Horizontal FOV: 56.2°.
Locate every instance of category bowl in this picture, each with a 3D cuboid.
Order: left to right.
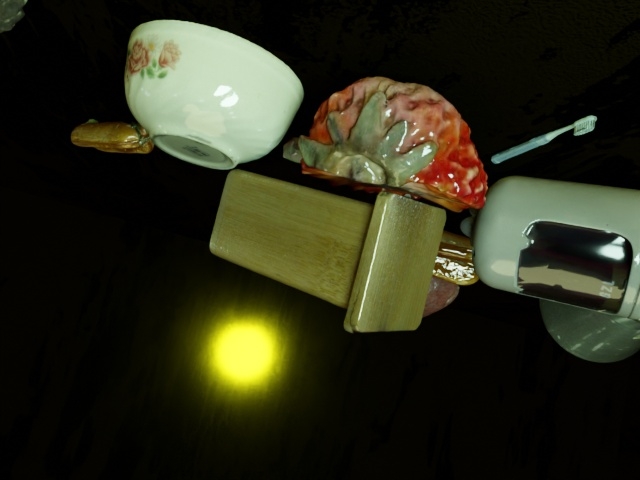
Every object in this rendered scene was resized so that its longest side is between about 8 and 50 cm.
[{"bbox_3d":[-0.173,-0.199,0.915,0.277,0.145,0.277,14,167,3],"label":"bowl"}]

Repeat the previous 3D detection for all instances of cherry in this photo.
[{"bbox_3d":[0.293,0.143,1.904,0.308,0.220,0.261,-9,166,34],"label":"cherry"}]

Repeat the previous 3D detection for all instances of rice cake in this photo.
[{"bbox_3d":[0.073,-0.139,1.138,0.291,0.051,0.081,15,179,-14],"label":"rice cake"}]

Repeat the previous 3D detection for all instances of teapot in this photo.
[{"bbox_3d":[0.647,0.109,1.242,0.300,0.253,0.344,-19,165,-5],"label":"teapot"}]

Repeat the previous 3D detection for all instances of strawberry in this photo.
[{"bbox_3d":[0.125,-0.134,0.876,0.265,0.149,0.336,11,180,28],"label":"strawberry"}]

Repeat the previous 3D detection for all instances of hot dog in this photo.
[{"bbox_3d":[-0.456,-0.231,1.318,0.250,0.067,0.100,9,-178,38],"label":"hot dog"},{"bbox_3d":[0.261,0.017,1.560,0.338,0.100,0.135,15,125,9],"label":"hot dog"}]

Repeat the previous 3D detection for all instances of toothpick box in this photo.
[{"bbox_3d":[0.000,0.000,0.909,0.308,0.190,0.188,18,-174,35],"label":"toothpick box"},{"bbox_3d":[0.399,-0.007,1.023,0.317,0.228,0.229,12,170,23],"label":"toothpick box"}]

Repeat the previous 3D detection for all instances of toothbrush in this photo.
[{"bbox_3d":[0.319,-0.142,0.875,0.016,0.019,0.219,12,171,-18],"label":"toothbrush"}]

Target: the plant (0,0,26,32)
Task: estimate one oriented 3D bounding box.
[{"bbox_3d":[-0.418,-0.315,0.647,0.132,0.129,0.194,12,172,12],"label":"plant"}]
